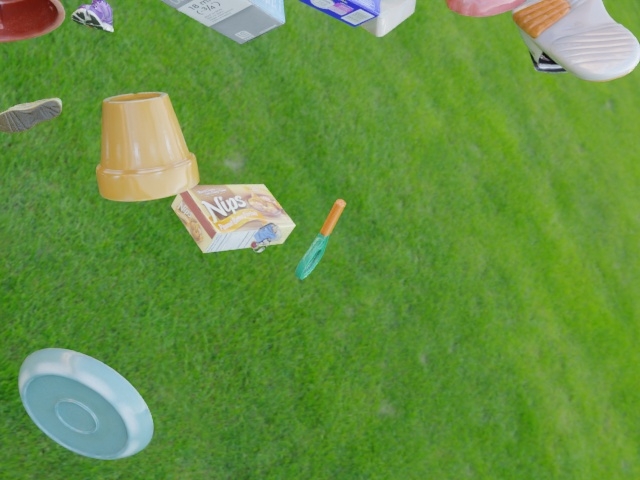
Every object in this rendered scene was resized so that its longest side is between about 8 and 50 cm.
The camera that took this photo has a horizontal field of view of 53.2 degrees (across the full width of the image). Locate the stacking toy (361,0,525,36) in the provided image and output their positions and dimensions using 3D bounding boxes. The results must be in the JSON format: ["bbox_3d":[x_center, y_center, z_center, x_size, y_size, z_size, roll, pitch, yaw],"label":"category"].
[{"bbox_3d":[0.086,-0.366,0.739,0.280,0.309,0.130,-27,138,-30],"label":"stacking toy"}]

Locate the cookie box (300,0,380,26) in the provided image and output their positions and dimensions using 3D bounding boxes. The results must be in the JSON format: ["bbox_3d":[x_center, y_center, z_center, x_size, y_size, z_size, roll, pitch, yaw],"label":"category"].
[{"bbox_3d":[0.016,-0.275,0.613,0.092,0.040,0.107,9,81,-42],"label":"cookie box"}]

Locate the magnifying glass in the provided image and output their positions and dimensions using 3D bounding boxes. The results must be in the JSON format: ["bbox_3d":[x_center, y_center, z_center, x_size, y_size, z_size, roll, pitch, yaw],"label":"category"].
[{"bbox_3d":[0.000,0.000,1.485,0.026,0.231,0.092,38,34,12],"label":"magnifying glass"}]

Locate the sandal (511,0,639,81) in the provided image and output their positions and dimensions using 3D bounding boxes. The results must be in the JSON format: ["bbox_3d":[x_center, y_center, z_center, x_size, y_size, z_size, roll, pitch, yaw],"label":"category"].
[{"bbox_3d":[0.299,-0.230,0.766,0.265,0.102,0.076,-88,160,-51],"label":"sandal"}]

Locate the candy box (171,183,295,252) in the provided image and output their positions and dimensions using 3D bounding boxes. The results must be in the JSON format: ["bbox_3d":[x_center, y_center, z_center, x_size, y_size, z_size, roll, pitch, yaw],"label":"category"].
[{"bbox_3d":[-0.241,-0.070,1.822,0.317,0.087,0.183,-8,52,-50],"label":"candy box"}]

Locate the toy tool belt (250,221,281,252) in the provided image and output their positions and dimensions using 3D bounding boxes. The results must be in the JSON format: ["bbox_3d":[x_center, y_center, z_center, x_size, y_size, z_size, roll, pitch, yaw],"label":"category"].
[{"bbox_3d":[-0.133,-0.008,1.499,0.052,0.083,0.051,58,4,9],"label":"toy tool belt"}]

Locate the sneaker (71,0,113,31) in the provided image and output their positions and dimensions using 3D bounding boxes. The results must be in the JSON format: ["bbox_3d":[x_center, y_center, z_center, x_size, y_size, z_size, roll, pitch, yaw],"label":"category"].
[{"bbox_3d":[-0.508,-0.513,1.434,0.068,0.170,0.071,11,102,-8],"label":"sneaker"}]

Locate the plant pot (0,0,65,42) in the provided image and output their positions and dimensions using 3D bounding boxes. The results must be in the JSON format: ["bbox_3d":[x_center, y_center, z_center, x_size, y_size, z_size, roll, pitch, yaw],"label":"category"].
[{"bbox_3d":[-0.566,-0.491,1.017,0.273,0.272,0.264,-6,88,-44],"label":"plant pot"}]

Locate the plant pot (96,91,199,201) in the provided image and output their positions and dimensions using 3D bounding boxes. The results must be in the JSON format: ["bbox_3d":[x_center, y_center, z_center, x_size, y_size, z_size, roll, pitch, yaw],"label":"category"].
[{"bbox_3d":[-0.363,-0.200,1.307,0.205,0.205,0.187,-28,122,-45],"label":"plant pot"}]

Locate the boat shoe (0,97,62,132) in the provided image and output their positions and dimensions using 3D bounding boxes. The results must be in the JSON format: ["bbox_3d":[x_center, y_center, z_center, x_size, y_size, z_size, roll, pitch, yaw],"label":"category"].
[{"bbox_3d":[-0.672,-0.292,1.473,0.048,0.153,0.056,-120,-171,-57],"label":"boat shoe"}]

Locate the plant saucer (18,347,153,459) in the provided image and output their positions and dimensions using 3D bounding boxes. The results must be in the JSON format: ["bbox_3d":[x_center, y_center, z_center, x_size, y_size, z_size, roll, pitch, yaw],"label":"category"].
[{"bbox_3d":[-0.509,0.362,1.356,0.317,0.318,0.043,50,34,-16],"label":"plant saucer"}]

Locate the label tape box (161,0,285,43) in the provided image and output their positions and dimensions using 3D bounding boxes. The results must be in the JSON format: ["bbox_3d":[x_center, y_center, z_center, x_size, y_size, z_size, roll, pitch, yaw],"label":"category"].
[{"bbox_3d":[-0.199,-0.479,0.962,0.334,0.106,0.240,11,70,-56],"label":"label tape box"}]
